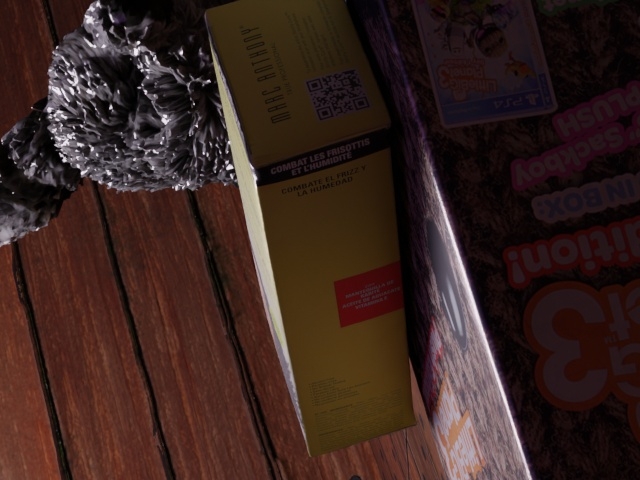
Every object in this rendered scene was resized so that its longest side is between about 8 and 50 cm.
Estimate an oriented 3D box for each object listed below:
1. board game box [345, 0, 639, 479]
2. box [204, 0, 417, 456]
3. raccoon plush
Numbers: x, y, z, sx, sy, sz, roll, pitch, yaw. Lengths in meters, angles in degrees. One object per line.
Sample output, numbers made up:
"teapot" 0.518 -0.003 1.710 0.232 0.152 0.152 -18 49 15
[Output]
"board game box" 0.104 -0.012 0.686 0.232 0.141 0.291 97 157 -77
"box" 0.000 0.000 0.715 0.232 0.058 0.087 82 171 -53
"raccoon plush" -0.110 -0.063 1.536 0.299 0.216 0.446 48 132 5
